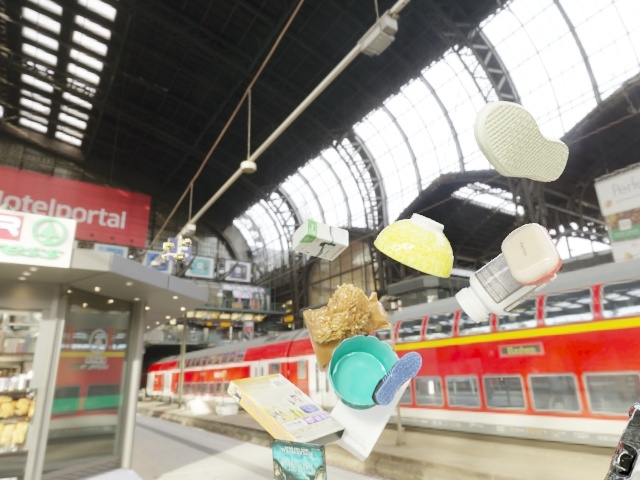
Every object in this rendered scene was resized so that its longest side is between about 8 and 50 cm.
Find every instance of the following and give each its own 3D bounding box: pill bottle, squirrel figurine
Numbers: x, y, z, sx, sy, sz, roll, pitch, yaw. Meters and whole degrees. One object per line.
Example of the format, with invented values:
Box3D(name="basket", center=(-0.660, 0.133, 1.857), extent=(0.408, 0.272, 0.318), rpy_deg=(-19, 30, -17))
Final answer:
Box3D(name="pill bottle", center=(0.658, 0.156, 1.546), extent=(0.318, 0.176, 0.176), rpy_deg=(-42, -33, 19))
Box3D(name="squirrel figurine", center=(0.130, 0.365, 1.912), extent=(0.370, 0.281, 0.397), rpy_deg=(-16, -29, -8))

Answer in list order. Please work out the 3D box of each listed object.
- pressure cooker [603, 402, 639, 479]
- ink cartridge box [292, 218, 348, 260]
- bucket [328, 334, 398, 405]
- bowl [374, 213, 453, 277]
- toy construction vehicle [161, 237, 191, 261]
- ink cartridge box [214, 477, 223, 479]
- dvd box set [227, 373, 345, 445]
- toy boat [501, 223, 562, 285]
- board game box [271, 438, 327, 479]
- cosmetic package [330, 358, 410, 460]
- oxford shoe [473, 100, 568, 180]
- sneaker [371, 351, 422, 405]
Box3D(name="pressure cooker", center=(0.900, 0.634, 0.981), extent=(0.420, 0.375, 0.370), rpy_deg=(20, -29, 40))
Box3D(name="ink cartridge box", center=(0.000, 0.000, 1.898), extent=(0.208, 0.087, 0.153), rpy_deg=(16, -36, -23))
Box3D(name="bucket", center=(0.163, 0.525, 1.686), extent=(0.281, 0.281, 0.183), rpy_deg=(-1, -31, -4))
Box3D(name="bowl", center=(0.355, -0.001, 1.526), extent=(0.289, 0.156, 0.289), rpy_deg=(21, 12, -5))
Box3D(name="toy construction vehicle", center=(-0.517, 0.030, 1.536), extent=(0.098, 0.086, 0.035), rpy_deg=(-2, -31, -10))
Box3D(name="ink cartridge box", center=(-0.170, 0.669, 0.895), extent=(0.306, 0.131, 0.226), rpy_deg=(9, 12, 27))
Box3D(name="dvd box set", center=(-0.143, 0.700, 1.769), extent=(0.420, 0.062, 0.307), rpy_deg=(26, 7, 37))
Box3D(name="toy boat", center=(0.686, 0.058, 1.363), extent=(0.151, 0.231, 0.151), rpy_deg=(36, -56, -23))
Box3D(name="board game box", center=(-0.069, 0.713, 1.372), extent=(0.186, 0.126, 0.026), rpy_deg=(-6, -3, 26))
Box3D(name="cosmetic package", center=(0.223, 0.734, 1.973), extent=(0.230, 0.453, 0.161), rpy_deg=(31, -29, 15))
Box3D(name="oxford shoe", center=(0.525, -0.256, 1.166), extent=(0.449, 0.169, 0.130), rpy_deg=(7, 17, -42))
Box3D(name="sneaker", center=(0.266, 0.491, 1.535), extent=(0.232, 0.081, 0.090), rpy_deg=(-41, -4, -20))
